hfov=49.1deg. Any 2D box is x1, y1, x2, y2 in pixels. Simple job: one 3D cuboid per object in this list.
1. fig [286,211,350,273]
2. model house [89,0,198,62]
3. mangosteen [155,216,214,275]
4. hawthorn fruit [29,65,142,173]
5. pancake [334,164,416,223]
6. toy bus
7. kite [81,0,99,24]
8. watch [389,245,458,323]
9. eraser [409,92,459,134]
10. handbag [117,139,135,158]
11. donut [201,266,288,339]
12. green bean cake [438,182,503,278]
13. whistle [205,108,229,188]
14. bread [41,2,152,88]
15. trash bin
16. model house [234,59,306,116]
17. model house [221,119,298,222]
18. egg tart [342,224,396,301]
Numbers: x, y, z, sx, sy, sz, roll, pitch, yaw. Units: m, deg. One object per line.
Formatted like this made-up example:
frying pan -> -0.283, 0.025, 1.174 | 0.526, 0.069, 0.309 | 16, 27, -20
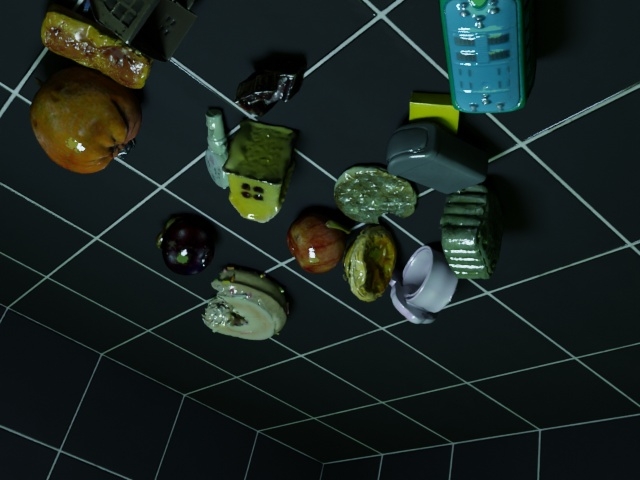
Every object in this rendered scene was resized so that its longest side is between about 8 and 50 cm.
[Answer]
fig -> -0.001, 0.001, 2.140 | 0.205, 0.205, 0.205 | 10, 146, 7
model house -> -0.408, -0.550, 1.521 | 0.243, 0.211, 0.204 | 41, 102, 10
mangosteen -> -0.458, 0.009, 2.327 | 0.230, 0.194, 0.194 | 31, 152, 23
hawthorn fruit -> -0.635, -0.333, 1.831 | 0.298, 0.277, 0.277 | 41, 143, -1
pancake -> 0.155, -0.130, 2.009 | 0.254, 0.037, 0.253 | 9, 145, 7
toy bus -> 0.330, -0.419, 1.393 | 0.184, 0.199, 0.343 | 2, 142, 20
kite -> -0.558, -0.523, 1.734 | 0.141, 0.015, 0.245 | 25, 148, -17
watch -> 0.337, 0.125, 2.192 | 0.211, 0.248, 0.217 | 26, 118, -14
eraser -> 0.277, -0.309, 1.700 | 0.122, 0.045, 0.097 | 7, 147, 12
handbag -> -0.601, -0.311, 2.008 | 0.115, 0.072, 0.139 | 16, 136, 8
donut -> -0.269, 0.240, 2.593 | 0.307, 0.150, 0.371 | 18, 146, -6
green bean cake -> 0.412, -0.034, 1.885 | 0.125, 0.227, 0.222 | -1, 144, 30
whistle -> -0.280, -0.250, 1.956 | 0.126, 0.067, 0.258 | 44, 151, 38
bread -> -0.546, -0.475, 1.720 | 0.271, 0.077, 0.139 | 26, 145, -11
trash bin -> 0.281, -0.205, 1.754 | 0.236, 0.101, 0.177 | 19, 158, -28
model house -> -0.108, -0.367, 1.686 | 0.152, 0.165, 0.106 | -16, 119, 35
model house -> -0.169, -0.180, 1.926 | 0.175, 0.193, 0.234 | 15, 149, -2
egg tart -> 0.143, 0.067, 2.135 | 0.106, 0.241, 0.241 | 11, 150, 37
